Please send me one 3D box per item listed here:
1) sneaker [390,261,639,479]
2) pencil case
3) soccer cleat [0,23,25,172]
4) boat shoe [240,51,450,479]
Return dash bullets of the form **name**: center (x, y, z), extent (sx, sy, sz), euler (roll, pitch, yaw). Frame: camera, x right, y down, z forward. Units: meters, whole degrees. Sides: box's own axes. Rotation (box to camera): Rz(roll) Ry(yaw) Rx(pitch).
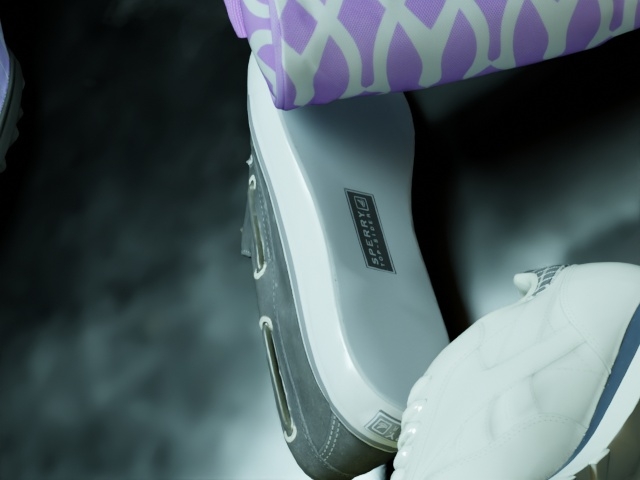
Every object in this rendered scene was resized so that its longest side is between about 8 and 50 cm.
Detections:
- **sneaker**: center (0.063, 0.090, 0.635), extent (0.094, 0.090, 0.235), euler (12, 39, 33)
- **pencil case**: center (0.062, -0.109, 0.733), extent (0.206, 0.088, 0.086), euler (-11, 94, -7)
- **soccer cleat**: center (-0.216, -0.141, 0.932), extent (0.108, 0.116, 0.318), euler (-11, 60, 25)
- **boat shoe**: center (0.000, 0.000, 0.766), extent (0.076, 0.080, 0.228), euler (-46, 45, 37)
